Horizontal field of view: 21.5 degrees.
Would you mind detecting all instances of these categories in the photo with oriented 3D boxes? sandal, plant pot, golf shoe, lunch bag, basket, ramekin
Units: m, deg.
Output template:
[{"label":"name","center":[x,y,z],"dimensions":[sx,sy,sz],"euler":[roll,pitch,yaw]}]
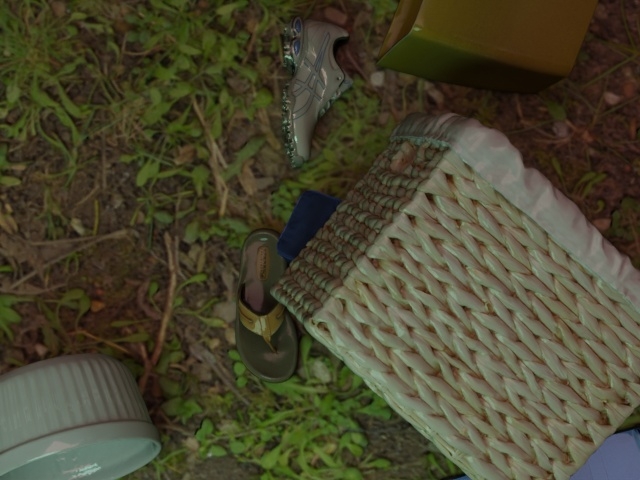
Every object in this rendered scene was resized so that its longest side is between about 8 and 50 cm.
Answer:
[{"label":"sandal","center":[-0.064,0.072,1.916],"dimensions":[0.072,0.049,0.180],"euler":[-3,81,3]},{"label":"plant pot","center":[0.202,-0.273,1.886],"dimensions":[0.187,0.212,0.212],"euler":[22,83,-6]},{"label":"golf shoe","center":[-0.003,-0.171,1.944],"dimensions":[0.086,0.069,0.176],"euler":[3,83,-3]},{"label":"lunch bag","center":[0.000,0.000,1.915],"dimensions":[0.067,0.065,0.098],"euler":[24,82,29]},{"label":"basket","center":[0.154,0.065,1.735],"dimensions":[0.331,0.328,0.266],"euler":[43,88,-10]},{"label":"ramekin","center":[-0.284,0.203,1.835],"dimensions":[0.207,0.207,0.109],"euler":[-17,72,0]}]

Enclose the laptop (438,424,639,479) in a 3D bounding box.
[{"label":"laptop","center":[0.369,0.383,1.760],"dimensions":[0.236,0.408,0.382],"euler":[-11,80,-32]}]
